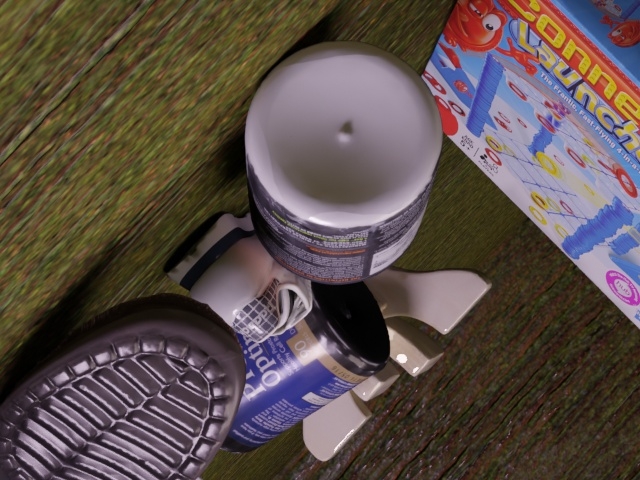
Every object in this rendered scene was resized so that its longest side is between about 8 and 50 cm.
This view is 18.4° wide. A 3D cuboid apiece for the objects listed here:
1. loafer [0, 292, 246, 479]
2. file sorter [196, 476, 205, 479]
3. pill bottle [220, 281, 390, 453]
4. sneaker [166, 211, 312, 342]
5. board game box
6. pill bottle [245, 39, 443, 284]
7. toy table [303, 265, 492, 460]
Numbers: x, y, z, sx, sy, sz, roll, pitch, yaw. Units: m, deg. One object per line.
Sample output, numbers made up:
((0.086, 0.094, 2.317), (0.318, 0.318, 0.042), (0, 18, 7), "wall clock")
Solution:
((-0.179, 0.135, 1.412), (0.366, 0.134, 0.130), (-40, -160, 36), "loafer")
((-0.197, 0.300, 1.594), (0.277, 0.173, 0.193), (-46, -154, 3), "file sorter")
((-0.055, 0.113, 1.756), (0.219, 0.123, 0.123), (-34, 177, 23), "pill bottle")
((-0.046, 0.032, 1.588), (0.090, 0.095, 0.235), (-50, 172, 16), "sneaker")
((0.235, -0.097, 1.608), (0.086, 0.308, 0.302), (-41, 170, -20), "board game box")
((0.012, -0.042, 1.388), (0.130, 0.130, 0.245), (-44, 172, -10), "pill bottle")
((0.034, 0.079, 1.980), (0.252, 0.161, 0.274), (-50, 170, 26), "toy table")
